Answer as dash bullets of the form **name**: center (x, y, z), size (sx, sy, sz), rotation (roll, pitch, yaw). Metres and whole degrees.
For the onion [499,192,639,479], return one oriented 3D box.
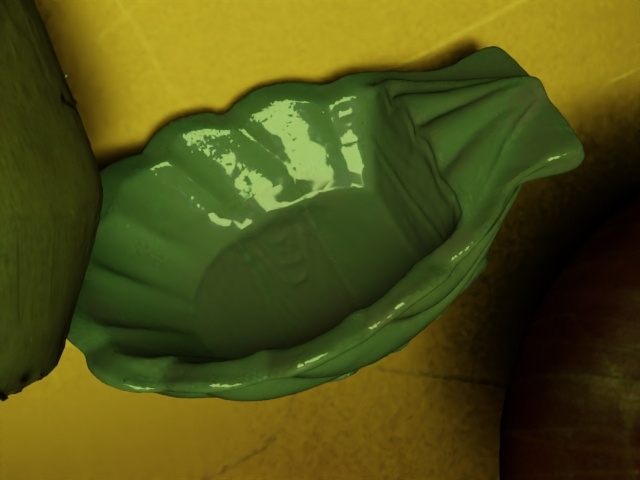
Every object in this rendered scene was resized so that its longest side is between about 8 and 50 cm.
- **onion**: center (0.266, 0.116, 0.798), size (0.354, 0.353, 0.353), rotation (-1, 103, -6)

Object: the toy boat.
- **toy boat**: center (0.000, 0.000, 0.806), size (0.290, 0.199, 0.100), rotation (-26, 141, -4)

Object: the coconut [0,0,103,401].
- **coconut**: center (-0.293, -0.051, 0.672), size (0.346, 0.346, 0.360), rotation (-24, 91, 0)
